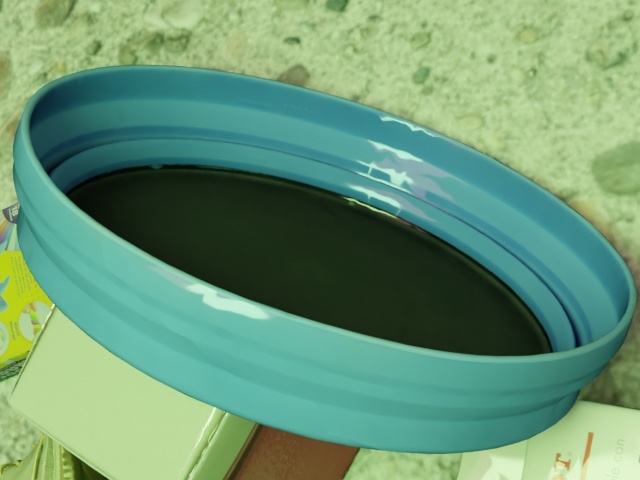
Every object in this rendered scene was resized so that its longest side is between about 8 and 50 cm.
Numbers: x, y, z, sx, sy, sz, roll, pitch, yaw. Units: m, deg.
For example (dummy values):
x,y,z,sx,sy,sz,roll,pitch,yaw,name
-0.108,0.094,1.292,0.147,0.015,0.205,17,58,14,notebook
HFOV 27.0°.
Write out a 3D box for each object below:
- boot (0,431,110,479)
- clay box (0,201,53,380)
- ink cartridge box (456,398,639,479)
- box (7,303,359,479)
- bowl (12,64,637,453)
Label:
x,y,z,sx,sy,sz,roll,pitch,yaw,name
-0.217,0.173,1.036,0.165,0.077,0.213,-13,68,44,boot
-0.244,0.038,1.107,0.222,0.053,0.127,-22,71,17,clay box
0.227,0.214,0.821,0.354,0.119,0.207,7,82,25,ink cartridge box
-0.072,0.099,0.916,0.149,0.232,0.126,29,93,26,box
0.000,0.000,0.835,0.391,0.391,0.077,29,115,26,bowl
